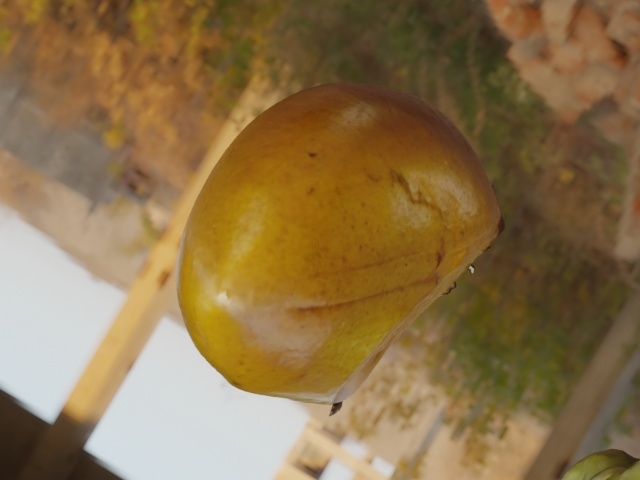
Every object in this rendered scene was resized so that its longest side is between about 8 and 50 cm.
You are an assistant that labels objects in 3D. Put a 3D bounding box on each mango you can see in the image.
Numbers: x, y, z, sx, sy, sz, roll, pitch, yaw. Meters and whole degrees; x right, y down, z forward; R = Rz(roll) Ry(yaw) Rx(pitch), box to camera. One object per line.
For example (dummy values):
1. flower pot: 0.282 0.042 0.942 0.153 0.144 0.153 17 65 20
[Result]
1. mango: 0.000 0.000 0.942 0.138 0.187 0.257 31 -171 18

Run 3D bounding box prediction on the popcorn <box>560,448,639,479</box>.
1. popcorn: 0.252 0.295 1.126 0.274 0.335 0.279 13 169 26
